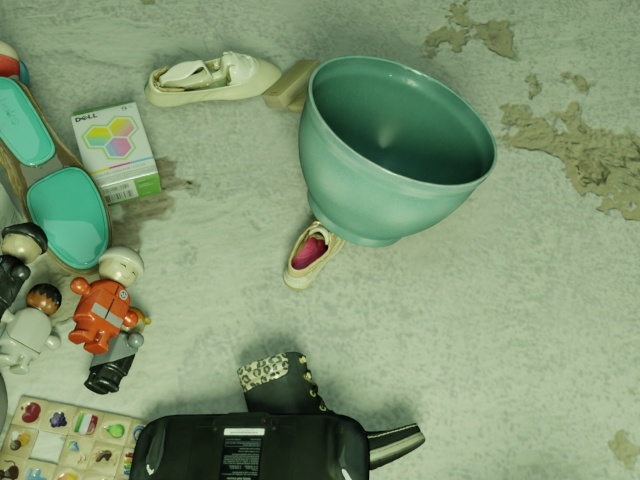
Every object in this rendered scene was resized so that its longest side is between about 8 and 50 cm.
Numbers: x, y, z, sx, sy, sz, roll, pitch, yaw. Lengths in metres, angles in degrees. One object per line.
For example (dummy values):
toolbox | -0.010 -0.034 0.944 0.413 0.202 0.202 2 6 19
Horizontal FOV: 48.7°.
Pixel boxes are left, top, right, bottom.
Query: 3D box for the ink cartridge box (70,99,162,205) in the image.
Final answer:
ink cartridge box | -0.343 -0.163 1.170 0.109 0.062 0.209 -16 63 -13

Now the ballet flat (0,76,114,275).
ballet flat | -0.417 -0.087 1.075 0.116 0.124 0.342 -33 83 -23

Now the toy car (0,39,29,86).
toy car | -0.593 -0.206 1.129 0.210 0.219 0.238 2 90 -4

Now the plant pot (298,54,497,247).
plant pot | 0.090 -0.114 1.076 0.293 0.196 0.293 14 42 -13

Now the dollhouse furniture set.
dollhouse furniture set | -0.003 -0.229 1.254 0.151 0.123 0.144 14 53 44

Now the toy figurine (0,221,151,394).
toy figurine | -0.338 0.091 0.946 0.213 0.209 0.148 11 54 3

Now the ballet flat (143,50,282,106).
ballet flat | -0.186 -0.288 1.242 0.248 0.086 0.086 -15 63 -13

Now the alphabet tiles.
alphabet tiles | -0.338 0.336 0.923 0.198 0.009 0.237 11 61 1

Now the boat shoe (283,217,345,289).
boat shoe | 0.000 0.000 1.107 0.063 0.059 0.170 26 62 10

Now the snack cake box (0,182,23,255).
snack cake box | -0.507 -0.033 0.968 0.089 0.264 0.152 5 60 -1

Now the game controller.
game controller | -0.096 0.298 0.883 0.319 0.067 0.166 -4 51 15

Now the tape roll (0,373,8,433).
tape roll | -0.536 0.224 0.934 0.219 0.072 0.219 2 60 -4

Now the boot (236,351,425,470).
boot | 0.007 0.230 0.960 0.236 0.085 0.178 -14 64 -4
